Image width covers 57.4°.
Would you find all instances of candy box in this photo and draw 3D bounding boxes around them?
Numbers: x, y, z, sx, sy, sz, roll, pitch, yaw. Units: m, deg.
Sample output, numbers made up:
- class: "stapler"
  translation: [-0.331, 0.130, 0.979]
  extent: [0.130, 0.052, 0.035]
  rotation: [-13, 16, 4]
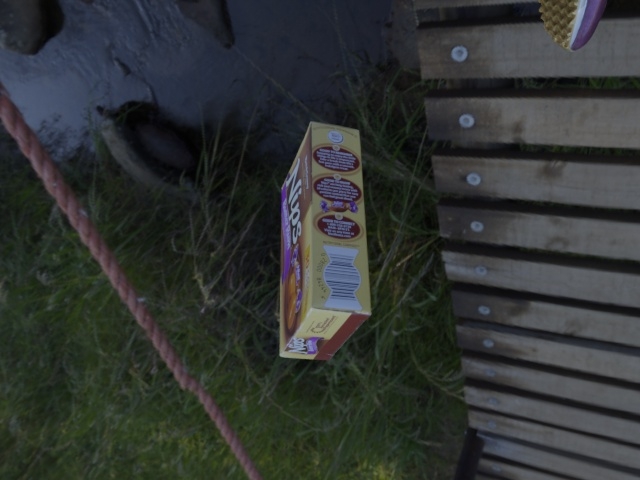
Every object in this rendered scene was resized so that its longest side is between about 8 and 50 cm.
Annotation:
- class: "candy box"
  translation: [0.000, 0.000, 0.525]
  extent: [0.053, 0.186, 0.109]
  rotation: [7, 149, -16]

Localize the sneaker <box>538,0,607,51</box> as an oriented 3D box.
- class: "sneaker"
  translation: [0.215, -0.231, 0.420]
  extent: [0.084, 0.069, 0.185]
  rotation: [-8, 125, -5]
